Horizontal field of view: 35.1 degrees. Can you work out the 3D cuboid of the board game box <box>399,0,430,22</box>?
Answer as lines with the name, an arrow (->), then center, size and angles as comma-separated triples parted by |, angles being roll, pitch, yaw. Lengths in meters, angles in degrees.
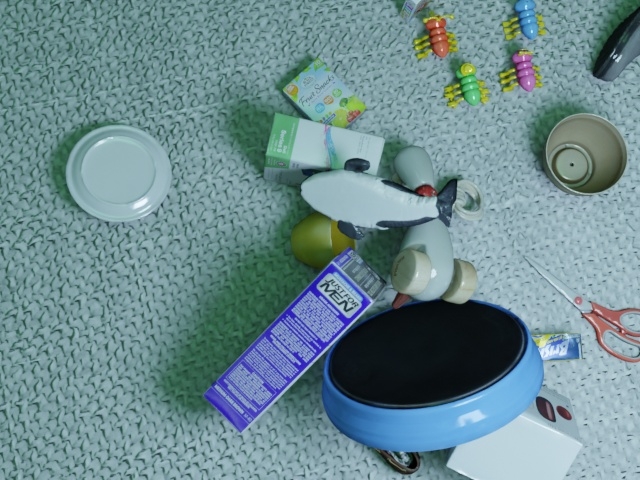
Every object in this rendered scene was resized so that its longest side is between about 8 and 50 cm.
board game box -> 0.226, -0.513, 2.028 | 0.026, 0.103, 0.154 | 44, 81, 3

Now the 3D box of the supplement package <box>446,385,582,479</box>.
supplement package -> 0.343, 0.343, 1.825 | 0.194, 0.203, 0.149 | 25, 106, 0

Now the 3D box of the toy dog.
toy dog -> 0.176, -0.002, 1.907 | 0.220, 0.161, 0.333 | 34, 43, -20

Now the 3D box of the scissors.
scissors -> 0.516, 0.138, 1.985 | 0.297, 0.021, 0.109 | 26, 82, -1

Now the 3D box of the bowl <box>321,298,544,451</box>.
bowl -> 0.189, 0.219, 1.769 | 0.391, 0.391, 0.077 | -16, 113, -7

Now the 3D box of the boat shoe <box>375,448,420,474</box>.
boat shoe -> 0.112, 0.352, 1.894 | 0.207, 0.073, 0.073 | 45, 81, 5

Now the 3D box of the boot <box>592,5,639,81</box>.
boot -> 0.728, -0.405, 2.049 | 0.223, 0.118, 0.338 | 41, 84, -3

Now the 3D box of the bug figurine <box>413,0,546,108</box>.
bug figurine -> 0.340, -0.384, 2.032 | 0.279, 0.072, 0.216 | -14, 82, -7

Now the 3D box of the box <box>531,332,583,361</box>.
box -> 0.414, 0.209, 1.946 | 0.169, 0.059, 0.054 | -3, 83, -5

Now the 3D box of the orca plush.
orca plush -> 0.113, -0.090, 1.823 | 0.287, 0.102, 0.151 | -7, 107, 27

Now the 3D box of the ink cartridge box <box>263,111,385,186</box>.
ink cartridge box -> 0.003, -0.157, 1.924 | 0.213, 0.154, 0.093 | 11, 76, -3

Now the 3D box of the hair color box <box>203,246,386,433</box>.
hair color box -> -0.042, 0.172, 1.796 | 0.110, 0.185, 0.339 | 46, 103, 2

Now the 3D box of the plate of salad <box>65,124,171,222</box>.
plate of salad -> -0.388, -0.127, 1.946 | 0.200, 0.048, 0.199 | 4, 73, -11

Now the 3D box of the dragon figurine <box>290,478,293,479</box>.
dragon figurine -> -0.023, 0.482, 1.824 | 0.289, 0.144, 0.085 | 8, 80, -3

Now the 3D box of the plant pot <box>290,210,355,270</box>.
plant pot -> 0.000, 0.000, 1.925 | 0.095, 0.134, 0.134 | -5, 80, 22

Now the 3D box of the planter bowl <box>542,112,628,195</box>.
planter bowl -> 0.508, -0.158, 1.989 | 0.162, 0.109, 0.162 | 1, 81, -4

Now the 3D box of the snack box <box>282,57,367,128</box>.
snack box -> 0.007, -0.277, 2.005 | 0.100, 0.037, 0.141 | -43, 86, -11
